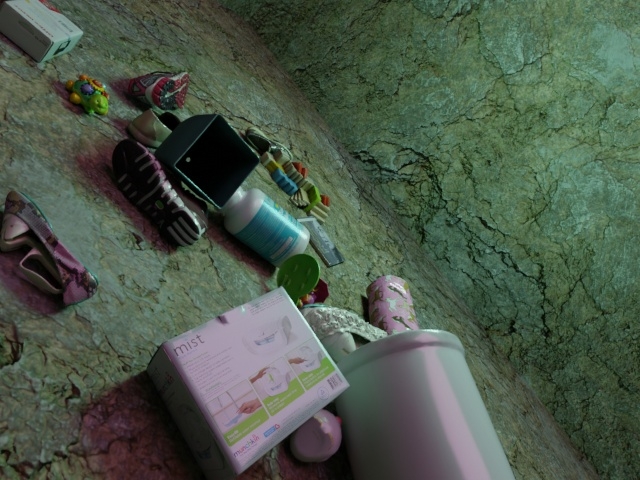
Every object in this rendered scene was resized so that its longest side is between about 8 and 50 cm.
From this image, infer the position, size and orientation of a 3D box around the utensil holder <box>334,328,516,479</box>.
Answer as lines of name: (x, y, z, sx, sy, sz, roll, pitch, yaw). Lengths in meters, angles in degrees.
utensil holder: (0.212, 0.436, 0.970, 0.328, 0.328, 0.385, 31, 33, -41)

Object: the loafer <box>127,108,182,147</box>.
loafer: (-0.420, -0.310, 1.320, 0.102, 0.092, 0.268, 53, 21, 9)

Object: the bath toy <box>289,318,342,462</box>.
bath toy: (-0.054, 0.289, 0.987, 0.348, 0.151, 0.129, 62, 1, 18)

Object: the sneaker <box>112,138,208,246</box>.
sneaker: (-0.368, -0.115, 1.108, 0.281, 0.106, 0.162, 56, 13, -5)

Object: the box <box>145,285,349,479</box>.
box: (-0.122, 0.239, 0.805, 0.262, 0.127, 0.231, -24, 72, -44)

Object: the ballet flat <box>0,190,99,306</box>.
ballet flat: (-0.454, 0.014, 0.740, 0.221, 0.077, 0.079, 50, 40, 0)

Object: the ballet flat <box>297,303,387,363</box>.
ballet flat: (0.081, 0.278, 1.245, 0.409, 0.147, 0.147, 27, 31, -45)

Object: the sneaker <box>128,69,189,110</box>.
sneaker: (-0.494, -0.485, 1.454, 0.112, 0.120, 0.299, 16, 17, -3)

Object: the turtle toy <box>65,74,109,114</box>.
turtle toy: (-0.566, -0.360, 1.147, 0.095, 0.066, 0.130, 16, 38, -55)

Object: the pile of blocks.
pile of blocks: (-0.081, -0.227, 1.835, 0.362, 0.113, 0.149, 44, 21, -13)

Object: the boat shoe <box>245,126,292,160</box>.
boat shoe: (-0.213, -0.374, 1.879, 0.224, 0.080, 0.073, 34, 31, -23)

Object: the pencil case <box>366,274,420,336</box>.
pencil case: (0.259, 0.279, 1.585, 0.167, 0.160, 0.386, 48, 18, -27)

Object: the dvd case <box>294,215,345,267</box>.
dvd case: (0.000, 0.000, 1.740, 0.221, 0.018, 0.164, 53, 21, 10)

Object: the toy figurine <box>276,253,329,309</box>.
toy figurine: (-0.038, 0.147, 1.290, 0.130, 0.173, 0.159, 12, -21, 31)

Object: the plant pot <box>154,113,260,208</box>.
plant pot: (-0.313, -0.214, 1.178, 0.234, 0.165, 0.165, 22, -19, 46)

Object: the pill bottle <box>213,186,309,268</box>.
pill bottle: (-0.168, -0.047, 1.300, 0.264, 0.146, 0.146, 40, 23, -25)

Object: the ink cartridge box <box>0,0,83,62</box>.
ink cartridge box: (-0.704, -0.532, 1.157, 0.127, 0.072, 0.175, 41, 22, -23)
